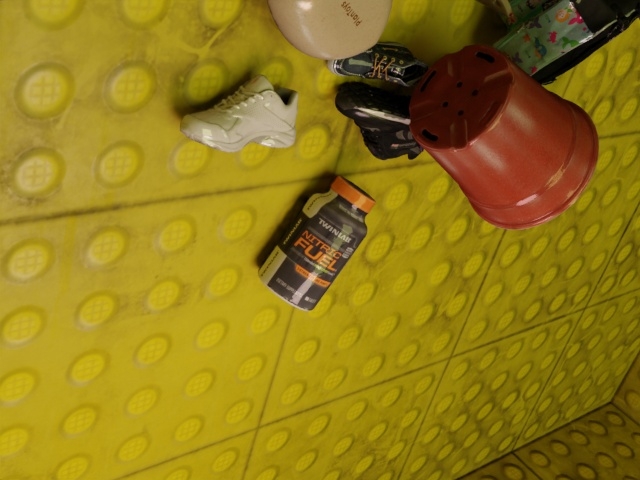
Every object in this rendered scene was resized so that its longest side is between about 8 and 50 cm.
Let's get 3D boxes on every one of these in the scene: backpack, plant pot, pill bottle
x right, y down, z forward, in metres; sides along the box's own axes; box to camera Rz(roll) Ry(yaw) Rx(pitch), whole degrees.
[{"bbox_3d":[0.443,-0.404,1.614,0.225,0.191,0.253,-33,174,-43],"label":"backpack"},{"bbox_3d":[0.309,-0.193,1.516,0.265,0.272,0.272,30,100,-44],"label":"plant pot"},{"bbox_3d":[0.000,0.000,1.611,0.245,0.130,0.130,-55,143,8],"label":"pill bottle"}]

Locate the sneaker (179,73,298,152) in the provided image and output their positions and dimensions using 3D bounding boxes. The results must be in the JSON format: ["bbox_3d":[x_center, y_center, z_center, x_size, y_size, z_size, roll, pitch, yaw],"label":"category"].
[{"bbox_3d":[-0.124,-0.206,1.347,0.232,0.090,0.115,-15,126,-49],"label":"sneaker"}]

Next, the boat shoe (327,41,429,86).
[{"bbox_3d":[0.103,-0.304,1.476,0.183,0.083,0.065,-14,132,-38],"label":"boat shoe"}]

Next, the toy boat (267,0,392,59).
[{"bbox_3d":[0.054,-0.421,1.284,0.318,0.148,0.267,-44,154,3],"label":"toy boat"}]

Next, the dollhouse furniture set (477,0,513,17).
[{"bbox_3d":[0.292,-0.498,1.453,0.129,0.129,0.184,-49,144,2],"label":"dollhouse furniture set"}]

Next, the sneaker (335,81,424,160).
[{"bbox_3d":[0.119,-0.200,1.577,0.283,0.107,0.124,4,126,-47],"label":"sneaker"}]
